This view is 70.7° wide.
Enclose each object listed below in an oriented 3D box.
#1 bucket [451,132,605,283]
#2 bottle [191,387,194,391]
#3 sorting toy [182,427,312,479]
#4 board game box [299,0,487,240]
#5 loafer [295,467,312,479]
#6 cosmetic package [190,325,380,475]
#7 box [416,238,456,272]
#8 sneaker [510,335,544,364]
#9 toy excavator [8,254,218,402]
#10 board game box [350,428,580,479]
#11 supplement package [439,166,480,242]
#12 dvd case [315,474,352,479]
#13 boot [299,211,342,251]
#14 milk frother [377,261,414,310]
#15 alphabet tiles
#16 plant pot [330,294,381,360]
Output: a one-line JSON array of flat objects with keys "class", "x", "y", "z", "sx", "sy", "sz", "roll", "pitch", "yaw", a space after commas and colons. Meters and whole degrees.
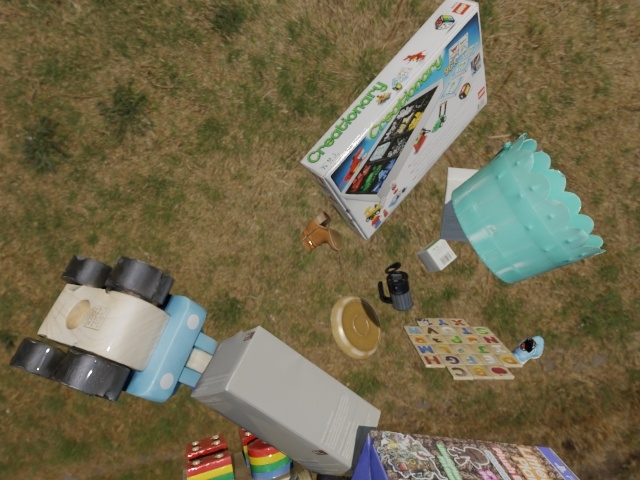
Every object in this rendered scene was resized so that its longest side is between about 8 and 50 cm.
[{"class": "bucket", "x": 0.416, "y": -0.055, "z": 0.929, "sx": 0.183, "sy": 0.281, "sz": 0.281, "roll": -35, "pitch": 104, "yaw": 33}, {"class": "bottle", "x": -0.201, "y": 0.358, "z": 1.112, "sx": 0.118, "sy": 0.283, "sz": 0.092, "roll": 26, "pitch": 79, "yaw": 27}, {"class": "sorting toy", "x": -0.177, "y": 0.483, "z": 0.996, "sx": 0.256, "sy": 0.257, "sz": 0.089, "roll": -10, "pitch": 84, "yaw": -18}, {"class": "board game box", "x": 0.123, "y": -0.162, "z": 0.654, "sx": 0.305, "sy": 0.193, "sz": 0.053, "roll": -48, "pitch": 57, "yaw": -5}, {"class": "loafer", "x": -0.044, "y": 0.488, "z": 0.820, "sx": 0.050, "sy": 0.056, "sz": 0.147, "roll": 4, "pitch": 99, "yaw": -22}, {"class": "cosmetic package", "x": -0.046, "y": 0.233, "z": 0.642, "sx": 0.238, "sy": 0.107, "sz": 0.127, "roll": 36, "pitch": 142, "yaw": -17}, {"class": "box", "x": 0.471, "y": 0.061, "z": 1.835, "sx": 0.101, "sy": 0.087, "sz": 0.102, "roll": -35, "pitch": 90, "yaw": -22}, {"class": "sneaker", "x": 0.685, "y": 0.347, "z": 1.464, "sx": 0.063, "sy": 0.162, "sz": 0.073, "roll": 43, "pitch": 133, "yaw": 33}, {"class": "toy excavator", "x": -0.257, "y": 0.228, "z": 0.877, "sx": 0.433, "sy": 0.222, "sz": 0.445, "roll": 2, "pitch": 152, "yaw": 33}, {"class": "board game box", "x": 0.177, "y": 0.393, "z": 0.572, "sx": 0.291, "sy": 0.141, "sz": 0.232, "roll": 12, "pitch": 105, "yaw": -16}, {"class": "supplement package", "x": 0.391, "y": -0.098, "z": 1.241, "sx": 0.105, "sy": 0.105, "sz": 0.179, "roll": 8, "pitch": 118, "yaw": 13}, {"class": "dvd case", "x": 0.080, "y": 0.513, "z": 0.991, "sx": 0.180, "sy": 0.253, "sz": 0.022, "roll": 23, "pitch": 97, "yaw": 3}, {"class": "boot", "x": 0.000, "y": 0.000, "z": 1.784, "sx": 0.073, "sy": 0.197, "sz": 0.152, "roll": 21, "pitch": 125, "yaw": -43}, {"class": "milk frother", "x": 0.302, "y": 0.174, "z": 1.748, "sx": 0.129, "sy": 0.143, "sz": 0.134, "roll": 8, "pitch": 128, "yaw": 36}, {"class": "alphabet tiles", "x": 0.416, "y": 0.315, "z": 1.356, "sx": 0.285, "sy": 0.342, "sz": 0.011, "roll": 2, "pitch": 107, "yaw": -7}, {"class": "plant pot", "x": 0.136, "y": 0.304, "z": 1.605, "sx": 0.236, "sy": 0.236, "sz": 0.032, "roll": 48, "pitch": 134, "yaw": -12}]
